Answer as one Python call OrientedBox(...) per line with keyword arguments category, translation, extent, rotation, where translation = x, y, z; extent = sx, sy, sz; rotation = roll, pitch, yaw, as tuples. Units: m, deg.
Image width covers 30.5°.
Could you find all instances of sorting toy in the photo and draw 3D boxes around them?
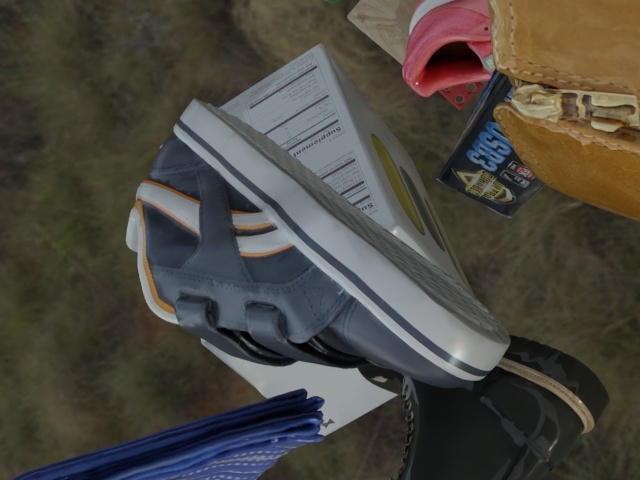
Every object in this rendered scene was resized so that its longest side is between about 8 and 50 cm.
OrientedBox(category="sorting toy", translation=(0.135, -0.297, 1.532), extent=(0.274, 0.046, 0.132), rotation=(39, 118, -5))

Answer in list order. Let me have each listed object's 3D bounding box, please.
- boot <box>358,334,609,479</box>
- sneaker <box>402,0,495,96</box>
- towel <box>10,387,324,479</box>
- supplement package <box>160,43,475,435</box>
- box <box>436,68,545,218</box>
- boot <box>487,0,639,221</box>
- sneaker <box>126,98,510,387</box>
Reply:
OrientedBox(category="boot", translation=(0.059, 0.116, 0.716), extent=(0.198, 0.137, 0.077), rotation=(5, 138, 55))
OrientedBox(category="sneaker", translation=(0.215, -0.220, 1.190), extent=(0.314, 0.136, 0.116), rotation=(-19, 123, 39))
OrientedBox(category="towel", translation=(-0.153, 0.214, 0.906), extent=(0.040, 0.243, 0.336), rotation=(67, 149, 19))
OrientedBox(category="supplement package", translation=(0.000, 0.000, 1.101), extent=(0.198, 0.199, 0.262), rotation=(-31, 44, 12))
OrientedBox(category="box", translation=(0.186, -0.180, 0.734), extent=(0.073, 0.293, 0.295), rotation=(26, 168, 3))
OrientedBox(category="boot", translation=(0.171, -0.005, 0.366), extent=(0.211, 0.104, 0.295), rotation=(11, 142, 40))
OrientedBox(category="sneaker", translation=(-0.018, 0.027, 0.722), extent=(0.127, 0.126, 0.321), rotation=(-57, 39, 5))
